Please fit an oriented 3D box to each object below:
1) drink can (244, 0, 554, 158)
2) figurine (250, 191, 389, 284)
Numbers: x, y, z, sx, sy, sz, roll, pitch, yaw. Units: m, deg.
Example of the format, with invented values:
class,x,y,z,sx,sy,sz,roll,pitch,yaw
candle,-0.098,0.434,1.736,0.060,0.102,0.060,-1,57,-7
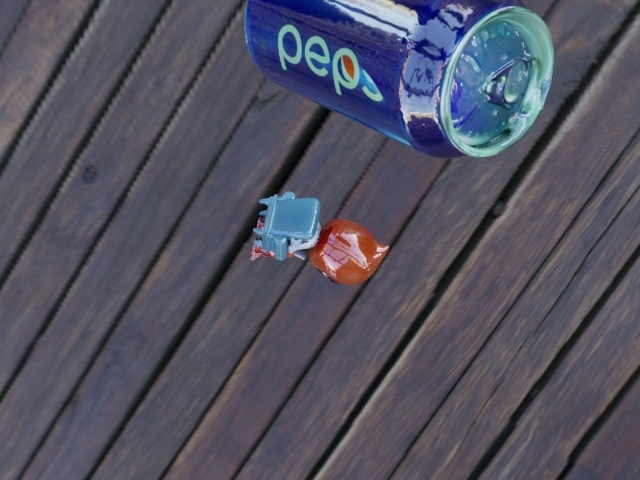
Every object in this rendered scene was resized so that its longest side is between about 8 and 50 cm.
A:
class,x,y,z,sx,sy,sz,roll,pitch,yaw
drink can,0.047,-0.130,0.802,0.205,0.118,0.118,31,106,45
figurine,0.000,0.000,1.257,0.140,0.068,0.075,14,145,2
